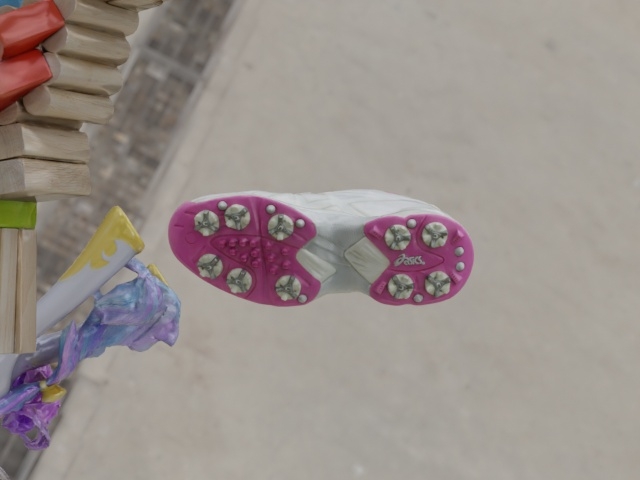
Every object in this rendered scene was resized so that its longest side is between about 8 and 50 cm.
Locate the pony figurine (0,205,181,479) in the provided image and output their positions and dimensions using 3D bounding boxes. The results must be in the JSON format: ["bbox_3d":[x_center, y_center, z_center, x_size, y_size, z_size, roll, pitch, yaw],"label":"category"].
[{"bbox_3d":[-0.308,0.099,1.566,0.351,0.363,0.303,56,-7,-6],"label":"pony figurine"}]

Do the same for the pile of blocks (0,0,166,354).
[{"bbox_3d":[-0.212,-0.086,1.149,0.149,0.362,0.112,28,9,20],"label":"pile of blocks"}]

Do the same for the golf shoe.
[{"bbox_3d":[0.000,0.000,1.838,0.306,0.115,0.140,7,18,-1],"label":"golf shoe"}]
